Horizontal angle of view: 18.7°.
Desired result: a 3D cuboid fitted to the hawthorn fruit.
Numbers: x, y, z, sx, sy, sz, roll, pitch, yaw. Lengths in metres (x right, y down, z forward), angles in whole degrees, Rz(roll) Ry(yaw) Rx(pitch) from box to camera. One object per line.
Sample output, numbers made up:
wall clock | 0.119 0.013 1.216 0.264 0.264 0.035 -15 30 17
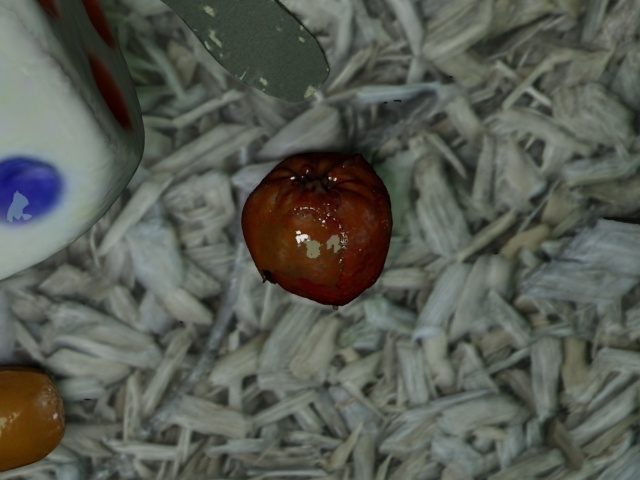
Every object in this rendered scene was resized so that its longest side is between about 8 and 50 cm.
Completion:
hawthorn fruit | 0.000 0.000 1.866 0.148 0.148 0.172 -15 133 -10

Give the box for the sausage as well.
sausage | -0.381 0.181 1.851 0.274 0.105 0.105 -9 115 -13

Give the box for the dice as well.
dice | -0.340 -0.142 1.579 0.304 0.277 0.304 -24 133 7

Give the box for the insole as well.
insole | -0.089 -0.213 1.811 0.081 0.011 0.248 -46 118 6
